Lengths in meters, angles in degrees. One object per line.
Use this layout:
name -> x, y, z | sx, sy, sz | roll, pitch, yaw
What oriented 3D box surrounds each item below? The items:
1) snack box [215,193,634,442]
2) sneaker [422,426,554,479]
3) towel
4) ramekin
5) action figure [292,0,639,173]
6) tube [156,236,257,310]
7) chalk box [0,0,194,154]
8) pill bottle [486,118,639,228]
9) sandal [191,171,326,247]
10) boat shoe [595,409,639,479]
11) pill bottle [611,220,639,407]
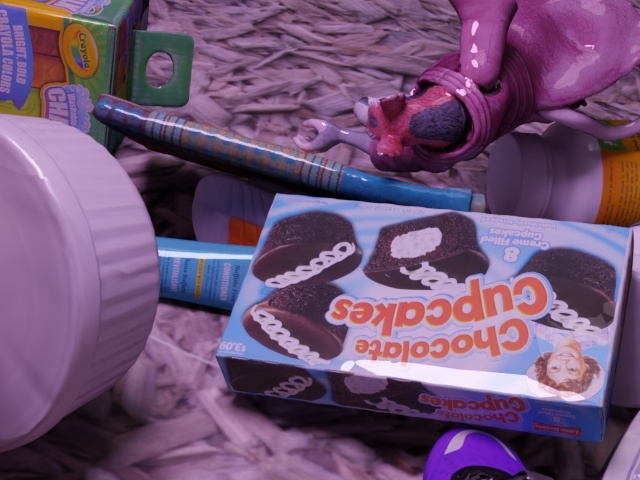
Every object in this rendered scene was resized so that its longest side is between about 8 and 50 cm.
snack box -> 0.092, 0.059, 1.160 | 0.322, 0.060, 0.187 | 6, 51, 17
sneaker -> 0.139, 0.211, 0.990 | 0.102, 0.146, 0.293 | 7, 32, -6
towel -> -0.021, -0.070, 1.357 | 0.370, 0.040, 0.271 | 17, -2, 3
ramekin -> -0.247, 0.024, 1.077 | 0.273, 0.272, 0.127 | 28, 23, 26
action figure -> 0.159, -0.132, 1.328 | 0.276, 0.248, 0.370 | 39, 38, 12
tube -> -0.088, 0.034, 1.285 | 0.207, 0.080, 0.052 | 8, 18, 2
chalk box -> -0.287, -0.202, 1.495 | 0.289, 0.180, 0.179 | 10, 31, 1
pill bottle -> 0.314, -0.064, 1.500 | 0.246, 0.136, 0.136 | 1, 33, -16
sandal -> -0.002, 0.010, 1.327 | 0.265, 0.102, 0.076 | 24, 26, 16
boat shoe -> 0.255, 0.219, 1.093 | 0.081, 0.079, 0.227 | 28, 39, 10
pill bottle -> 0.355, 0.045, 1.314 | 0.161, 0.161, 0.283 | 32, 37, 31
